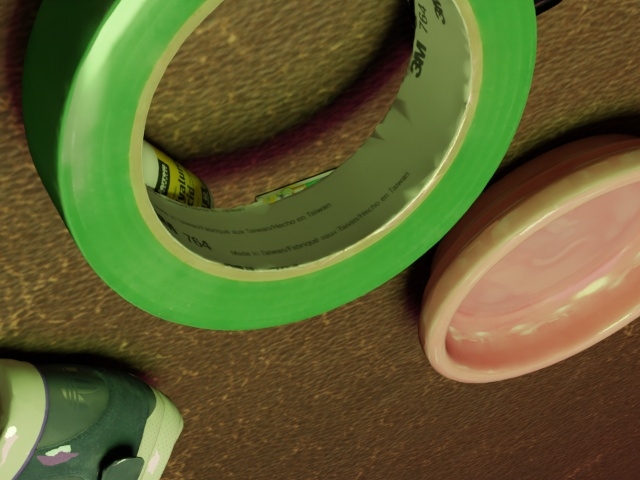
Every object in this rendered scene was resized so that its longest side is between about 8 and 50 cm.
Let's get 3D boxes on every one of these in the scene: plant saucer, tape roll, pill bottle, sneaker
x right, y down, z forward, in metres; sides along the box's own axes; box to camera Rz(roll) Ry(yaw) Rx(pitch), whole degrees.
[{"bbox_3d":[0.235,0.011,1.223,0.332,0.084,0.332,-21,149,-14],"label":"plant saucer"},{"bbox_3d":[-0.020,-0.091,0.788,0.321,0.077,0.321,-18,134,-20],"label":"tape roll"},{"bbox_3d":[-0.128,-0.035,0.872,0.065,0.065,0.116,-36,149,12],"label":"pill bottle"},{"bbox_3d":[-0.260,0.235,1.107,0.323,0.130,0.236,-47,141,20],"label":"sneaker"}]

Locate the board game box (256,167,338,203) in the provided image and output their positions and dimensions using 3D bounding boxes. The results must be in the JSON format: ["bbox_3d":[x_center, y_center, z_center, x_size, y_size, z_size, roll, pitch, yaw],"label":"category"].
[{"bbox_3d":[0.000,0.000,1.069,0.103,0.026,0.154,-21,149,-13],"label":"board game box"}]

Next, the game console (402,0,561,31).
[{"bbox_3d":[0.115,-0.183,0.902,0.122,0.071,0.107,-28,180,0],"label":"game console"}]
